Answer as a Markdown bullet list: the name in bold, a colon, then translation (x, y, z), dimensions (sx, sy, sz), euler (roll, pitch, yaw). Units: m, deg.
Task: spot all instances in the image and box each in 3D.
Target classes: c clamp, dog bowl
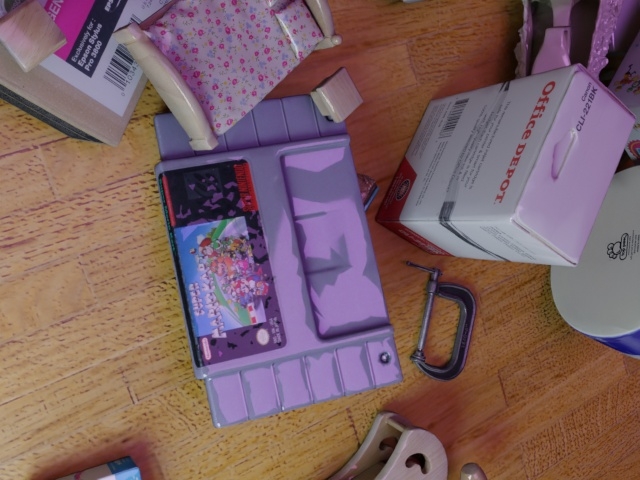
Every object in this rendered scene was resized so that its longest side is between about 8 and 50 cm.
- **c clamp**: translation (0.162, 0.116, 0.986), dimensions (0.137, 0.022, 0.160), euler (10, 86, -31)
- **dog bowl**: translation (0.459, 0.029, 0.990), dimensions (0.104, 0.265, 0.264), euler (23, 81, -22)

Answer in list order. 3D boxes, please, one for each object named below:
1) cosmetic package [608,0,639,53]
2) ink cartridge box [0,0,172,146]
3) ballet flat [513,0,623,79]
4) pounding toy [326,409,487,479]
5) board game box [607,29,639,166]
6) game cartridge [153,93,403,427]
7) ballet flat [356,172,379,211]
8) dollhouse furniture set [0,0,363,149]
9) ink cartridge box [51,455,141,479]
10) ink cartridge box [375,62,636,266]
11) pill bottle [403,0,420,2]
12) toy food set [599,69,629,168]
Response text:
- **cosmetic package**: translation (0.505, -0.355, 1.104), dimensions (0.231, 0.085, 0.117), euler (-11, 97, -24)
- **ink cartridge box**: translation (-0.249, -0.240, 0.696), dimensions (0.193, 0.088, 0.234), euler (32, 77, -52)
- **ballet flat**: translation (0.343, -0.300, 0.979), dimensions (0.147, 0.147, 0.408), euler (5, 90, -26)
- **pounding toy**: translation (0.101, 0.320, 0.884), dimensions (0.270, 0.155, 0.154), euler (-18, 104, -25)
- **board game box**: translation (0.550, -0.251, 1.020), dimensions (0.224, 0.098, 0.303), euler (38, 77, -38)
- **game cartridge**: translation (-0.052, 0.014, 0.802), dimensions (0.230, 0.068, 0.354), euler (-11, 85, -20)
- **ballet flat**: translation (0.000, 0.000, 0.886), dimensions (0.067, 0.073, 0.206), euler (29, 75, 3)
- **dollhouse furniture set**: translation (-0.101, -0.186, 0.623), dimensions (0.303, 0.174, 0.355), euler (-47, 120, -22)
- **ink cartridge box**: translation (-0.256, 0.301, 0.766), dimensions (0.123, 0.052, 0.088), euler (-11, 96, -27)
- **ink cartridge box**: translation (0.216, -0.084, 0.863), dimensions (0.114, 0.273, 0.196), euler (30, 79, -23)
- **pill bottle**: translation (0.132, -0.458, 0.875), dimensions (0.160, 0.160, 0.282), euler (-21, 100, -24)
- **toy food set**: translation (0.459, -0.171, 1.110), dimensions (0.133, 0.039, 0.191), euler (-21, 100, -24)
